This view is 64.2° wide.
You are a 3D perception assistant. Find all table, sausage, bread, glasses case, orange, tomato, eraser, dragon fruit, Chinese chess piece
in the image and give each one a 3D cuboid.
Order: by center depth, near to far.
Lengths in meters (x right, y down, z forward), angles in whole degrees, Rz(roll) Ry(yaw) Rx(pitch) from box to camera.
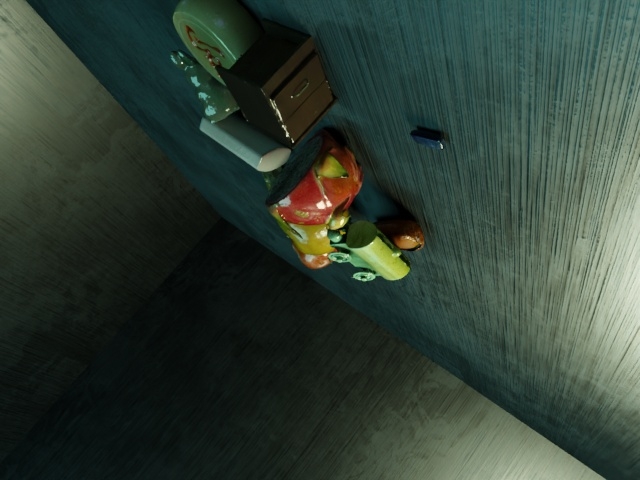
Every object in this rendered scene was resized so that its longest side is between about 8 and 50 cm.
[{"bbox_3d":[0.227,-0.213,1.067,0.083,0.023,0.033,30,170,44],"label":"glasses case"},{"bbox_3d":[-0.093,-0.355,1.167,0.172,0.169,0.193,32,165,30],"label":"table"},{"bbox_3d":[-0.239,-0.492,1.265,0.273,0.102,0.273,37,168,9],"label":"Chinese chess piece"},{"bbox_3d":[-0.008,-0.149,1.427,0.189,0.290,0.291,38,170,-24],"label":"dragon fruit"},{"bbox_3d":[0.224,-0.019,1.608,0.102,0.102,0.330,43,169,-14],"label":"sausage"},{"bbox_3d":[-0.252,-0.342,1.731,0.270,0.174,0.094,35,122,18],"label":"eraser"},{"bbox_3d":[-0.026,-0.083,1.814,0.279,0.235,0.279,52,175,6],"label":"orange"},{"bbox_3d":[-0.168,-0.222,1.999,0.134,0.085,0.173,62,175,24],"label":"bread"},{"bbox_3d":[-0.002,-0.004,2.092,0.232,0.232,0.189,44,138,-18],"label":"tomato"}]

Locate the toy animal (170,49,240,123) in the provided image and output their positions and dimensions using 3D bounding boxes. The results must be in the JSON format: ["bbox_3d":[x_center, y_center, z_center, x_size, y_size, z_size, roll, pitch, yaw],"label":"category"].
[{"bbox_3d":[-0.362,-0.505,1.607,0.251,0.127,0.125,57,-173,-35],"label":"toy animal"}]

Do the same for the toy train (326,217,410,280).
[{"bbox_3d":[0.142,0.022,1.499,0.190,0.126,0.307,-15,148,26],"label":"toy train"}]
